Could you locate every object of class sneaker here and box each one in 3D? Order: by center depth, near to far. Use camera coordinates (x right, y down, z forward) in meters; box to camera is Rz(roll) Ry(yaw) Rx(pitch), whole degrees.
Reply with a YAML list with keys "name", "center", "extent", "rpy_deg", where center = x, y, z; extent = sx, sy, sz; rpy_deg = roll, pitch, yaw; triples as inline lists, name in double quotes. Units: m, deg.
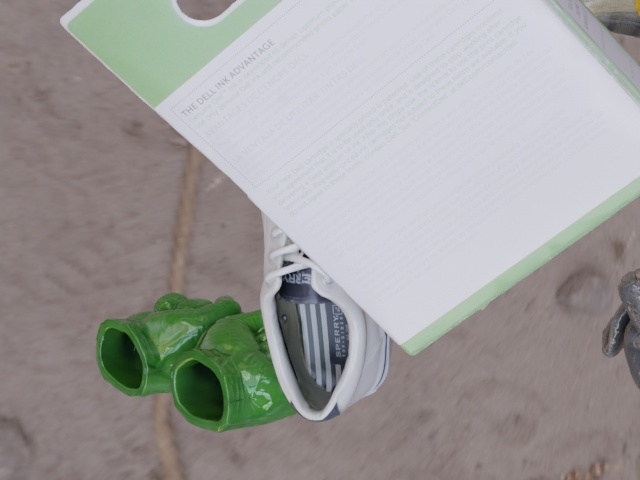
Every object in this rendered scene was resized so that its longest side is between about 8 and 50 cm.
- name: "sneaker"
  center: [0.000, 0.000, 1.192]
  extent: [0.094, 0.091, 0.258]
  rpy_deg: [-5, 109, 20]

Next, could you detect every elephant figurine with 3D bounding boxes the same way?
- name: "elephant figurine"
  center: [0.372, 0.078, 1.823]
  extent: [0.186, 0.239, 0.169]
  rpy_deg: [-32, 94, 4]

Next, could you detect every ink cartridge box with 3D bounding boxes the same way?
- name: "ink cartridge box"
  center: [0.027, -0.076, 0.800]
  extent: [0.171, 0.056, 0.235]
  rpy_deg: [-37, 110, 25]

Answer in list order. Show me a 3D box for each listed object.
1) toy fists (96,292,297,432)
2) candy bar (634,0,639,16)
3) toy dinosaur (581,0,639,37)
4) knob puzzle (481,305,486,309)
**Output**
- name: "toy fists"
  center: [-0.101, 0.113, 1.765]
  extent: [0.279, 0.142, 0.096]
  rpy_deg: [13, 106, 52]
- name: "candy bar"
  center: [0.142, -0.178, 0.840]
  extent: [0.018, 0.040, 0.161]
  rpy_deg: [-32, 108, -33]
- name: "toy dinosaur"
  center: [0.262, -0.168, 1.180]
  extent: [0.268, 0.064, 0.118]
  rpy_deg: [8, 114, -21]
- name: "knob puzzle"
  center: [0.149, -0.055, 1.418]
  extent: [0.030, 0.213, 0.213]
  rpy_deg: [33, 100, 46]
